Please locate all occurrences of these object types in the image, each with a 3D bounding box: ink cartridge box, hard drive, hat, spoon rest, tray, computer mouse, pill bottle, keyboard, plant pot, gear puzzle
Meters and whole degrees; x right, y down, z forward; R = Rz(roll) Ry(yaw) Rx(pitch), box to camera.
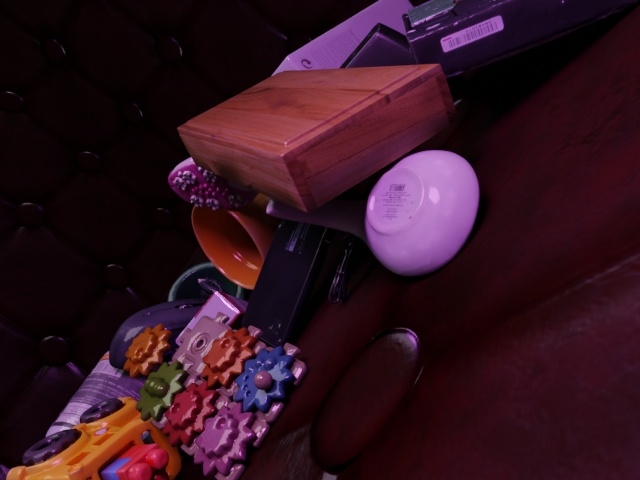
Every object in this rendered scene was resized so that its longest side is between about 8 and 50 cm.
[{"bbox_3d":[-0.149,0.141,0.936,0.099,0.056,0.135,-52,-19,-1],"label":"ink cartridge box"},{"bbox_3d":[0.228,-0.300,0.780,0.237,0.064,0.339,-19,23,14],"label":"hard drive"},{"bbox_3d":[-0.244,0.167,1.384,0.208,0.183,0.173,1,54,17],"label":"hat"},{"bbox_3d":[0.058,-0.037,0.672,0.276,0.084,0.137,9,80,46],"label":"spoon rest"},{"bbox_3d":[-0.036,-0.153,0.780,0.203,0.076,0.411,-33,25,-17],"label":"tray"},{"bbox_3d":[-0.299,0.154,1.185,0.272,0.072,0.188,-28,29,-19],"label":"computer mouse"},{"bbox_3d":[-0.424,0.362,1.163,0.162,0.162,0.278,-38,18,45],"label":"pill bottle"},{"bbox_3d":[0.000,0.000,0.810,0.201,0.033,0.317,18,86,54],"label":"keyboard"},{"bbox_3d":[-0.120,-0.037,1.207,0.188,0.205,0.205,-40,4,-34],"label":"plant pot"},{"bbox_3d":[0.120,-0.274,1.051,0.188,0.167,0.187,-45,14,21],"label":"plant pot"},{"bbox_3d":[-0.169,0.167,0.781,0.339,0.044,0.175,13,62,48],"label":"gear puzzle"}]

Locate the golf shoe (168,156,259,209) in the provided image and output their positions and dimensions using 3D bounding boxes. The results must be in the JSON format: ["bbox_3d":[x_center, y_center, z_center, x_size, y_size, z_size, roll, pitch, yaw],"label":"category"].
[{"bbox_3d":[-0.125,-0.141,1.046,0.306,0.115,0.140,-9,44,25],"label":"golf shoe"}]

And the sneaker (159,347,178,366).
[{"bbox_3d":[-0.408,0.333,1.381,0.098,0.083,0.224,-36,18,35],"label":"sneaker"}]

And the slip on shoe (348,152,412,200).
[{"bbox_3d":[0.052,-0.113,0.964,0.101,0.123,0.331,-55,17,1],"label":"slip on shoe"}]

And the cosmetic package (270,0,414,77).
[{"bbox_3d":[0.056,-0.394,1.415,0.453,0.161,0.230,-44,7,-36],"label":"cosmetic package"}]

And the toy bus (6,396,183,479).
[{"bbox_3d":[-0.270,0.308,0.826,0.211,0.149,0.220,-20,7,30],"label":"toy bus"}]
